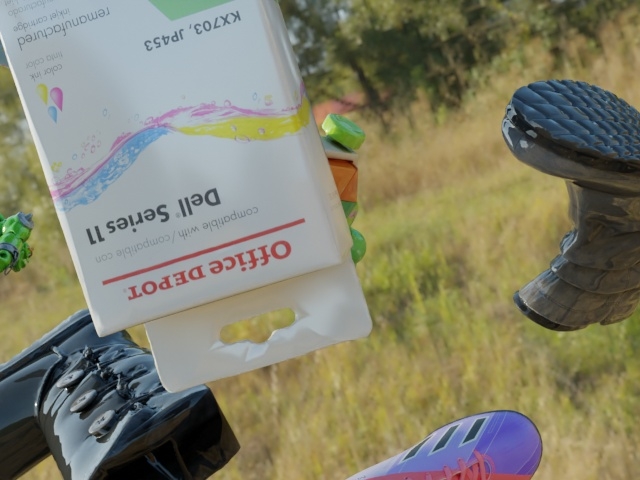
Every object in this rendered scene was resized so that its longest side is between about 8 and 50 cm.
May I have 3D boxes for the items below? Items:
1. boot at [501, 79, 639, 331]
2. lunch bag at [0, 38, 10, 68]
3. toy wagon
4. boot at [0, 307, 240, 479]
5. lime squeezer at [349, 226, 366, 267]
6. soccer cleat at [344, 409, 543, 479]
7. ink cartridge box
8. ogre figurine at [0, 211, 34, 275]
[{"bbox_3d":[0.239,-0.009,1.033,0.338,0.118,0.223,9,-54,-41],"label":"boot"},{"bbox_3d":[-0.419,-0.393,1.692,0.220,0.138,0.293,17,-43,-33],"label":"lunch bag"},{"bbox_3d":[-0.041,-0.034,1.448,0.344,0.068,0.267,3,-55,-56],"label":"toy wagon"},{"bbox_3d":[-0.330,0.275,1.502,0.367,0.146,0.445,-46,30,-11],"label":"boot"},{"bbox_3d":[0.000,0.000,1.755,0.109,0.310,0.059,-25,43,21],"label":"lime squeezer"},{"bbox_3d":[0.091,0.260,1.169,0.318,0.109,0.116,-21,-10,-12],"label":"soccer cleat"},{"bbox_3d":[-0.102,-0.056,0.934,0.207,0.354,0.119,-18,3,7],"label":"ink cartridge box"},{"bbox_3d":[-0.457,0.019,1.609,0.118,0.096,0.197,-59,6,-34],"label":"ogre figurine"}]
